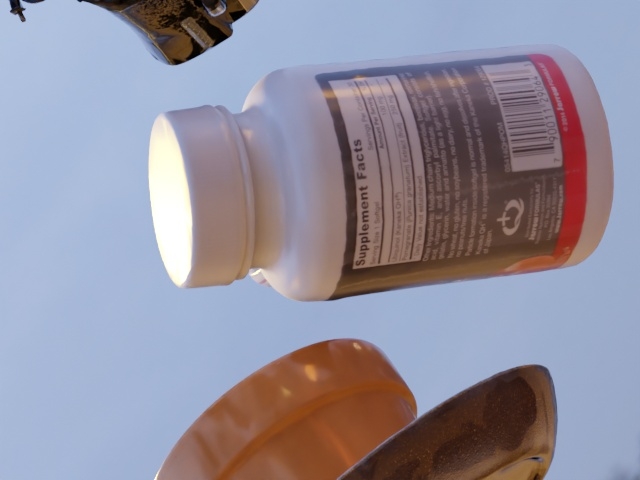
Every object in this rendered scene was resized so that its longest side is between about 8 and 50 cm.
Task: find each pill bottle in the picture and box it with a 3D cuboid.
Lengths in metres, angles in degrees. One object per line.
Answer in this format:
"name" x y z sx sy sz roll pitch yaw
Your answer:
"pill bottle" 0.041 -0.048 1.405 0.318 0.176 0.176 -7 -37 -17

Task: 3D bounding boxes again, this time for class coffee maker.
"coffee maker" -0.143 -0.217 1.501 0.178 0.171 0.120 46 -142 -75

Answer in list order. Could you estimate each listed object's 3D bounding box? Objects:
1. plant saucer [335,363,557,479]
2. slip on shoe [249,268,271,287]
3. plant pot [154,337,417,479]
"plant saucer" 0.052 0.205 1.275 0.310 0.050 0.310 -36 -20 -15
"slip on shoe" 0.000 0.000 1.930 0.331 0.101 0.123 -178 107 -74
"plant pot" 0.008 0.268 1.852 0.291 0.203 0.291 -29 -33 -21
